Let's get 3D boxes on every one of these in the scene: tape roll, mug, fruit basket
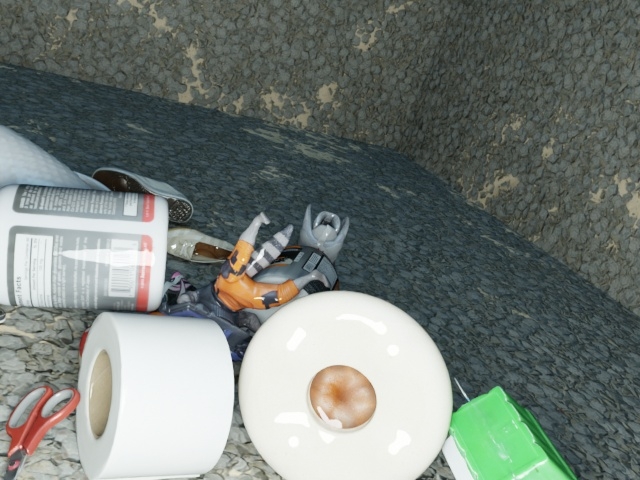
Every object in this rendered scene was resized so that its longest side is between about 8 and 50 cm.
[{"bbox_3d":[-0.257,0.234,1.125,0.169,0.246,0.246,7,23,-31],"label":"tape roll"},{"bbox_3d":[-0.565,-0.050,1.533,0.328,0.276,0.374,33,28,9],"label":"mug"},{"bbox_3d":[0.332,0.430,1.192,0.166,0.353,0.327,-26,27,1],"label":"fruit basket"}]

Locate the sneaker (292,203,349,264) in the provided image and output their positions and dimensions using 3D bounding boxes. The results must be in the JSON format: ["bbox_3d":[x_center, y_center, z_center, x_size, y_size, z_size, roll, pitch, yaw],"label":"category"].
[{"bbox_3d":[0.000,0.000,2.051,0.138,0.210,0.366,19,19,-4],"label":"sneaker"}]

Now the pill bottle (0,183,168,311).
[{"bbox_3d":[-0.452,0.011,1.269,0.363,0.210,0.210,4,23,-14],"label":"pill bottle"}]

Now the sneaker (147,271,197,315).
[{"bbox_3d":[-0.315,0.127,1.628,0.077,0.072,0.178,30,25,-3],"label":"sneaker"}]

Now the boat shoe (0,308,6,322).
[{"bbox_3d":[-0.643,0.123,1.360,0.125,0.038,0.046,14,20,-15],"label":"boat shoe"}]

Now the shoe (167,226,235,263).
[{"bbox_3d":[-0.311,0.017,1.909,0.219,0.076,0.058,11,16,-29],"label":"shoe"}]

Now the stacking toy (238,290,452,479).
[{"bbox_3d":[0.078,0.227,1.381,0.351,0.350,0.480,23,12,9],"label":"stacking toy"}]

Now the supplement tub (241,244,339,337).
[{"bbox_3d":[-0.064,0.125,1.676,0.194,0.193,0.316,21,17,4],"label":"supplement tub"}]

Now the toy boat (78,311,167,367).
[{"bbox_3d":[-0.308,0.195,1.318,0.231,0.151,0.151,16,19,-11],"label":"toy boat"}]

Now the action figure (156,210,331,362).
[{"bbox_3d":[-0.143,0.133,1.461,0.341,0.330,0.178,43,15,-36],"label":"action figure"}]

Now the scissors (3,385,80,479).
[{"bbox_3d":[-0.440,0.314,1.061,0.109,0.021,0.297,-7,32,15],"label":"scissors"}]

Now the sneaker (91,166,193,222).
[{"bbox_3d":[-0.508,-0.131,2.105,0.290,0.105,0.123,23,11,-18],"label":"sneaker"}]
